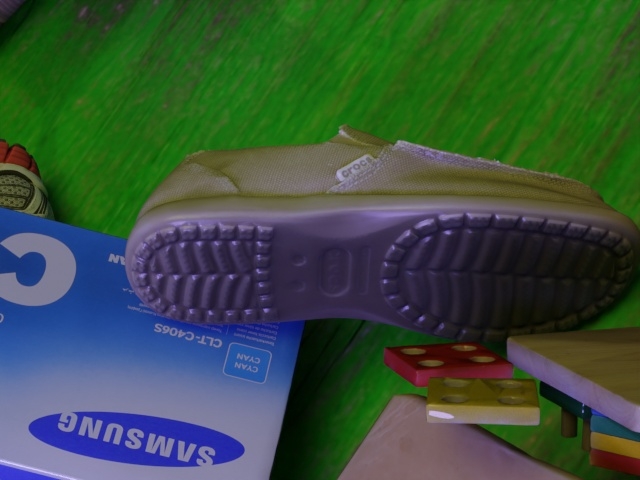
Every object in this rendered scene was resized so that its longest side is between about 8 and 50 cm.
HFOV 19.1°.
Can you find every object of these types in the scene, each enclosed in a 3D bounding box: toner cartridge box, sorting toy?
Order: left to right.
[{"bbox_3d":[-0.189,0.061,0.986,0.348,0.075,0.165,14,47,-2],"label":"toner cartridge box"},{"bbox_3d":[0.161,0.075,0.851,0.132,0.274,0.046,-153,62,-68],"label":"sorting toy"}]

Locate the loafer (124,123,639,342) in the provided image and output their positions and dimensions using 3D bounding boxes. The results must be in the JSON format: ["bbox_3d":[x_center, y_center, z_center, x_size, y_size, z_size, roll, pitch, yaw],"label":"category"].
[{"bbox_3d":[0.034,-0.012,0.990,0.268,0.102,0.092,3,44,-8],"label":"loafer"}]

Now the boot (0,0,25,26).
[{"bbox_3d":[-0.279,-0.199,1.296,0.152,0.073,0.197,-38,52,6],"label":"boot"}]

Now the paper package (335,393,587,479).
[{"bbox_3d":[0.084,0.273,0.814,0.309,0.168,0.325,26,77,34],"label":"paper package"}]

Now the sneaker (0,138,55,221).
[{"bbox_3d":[-0.261,0.030,1.151,0.225,0.088,0.093,-34,56,5],"label":"sneaker"}]
